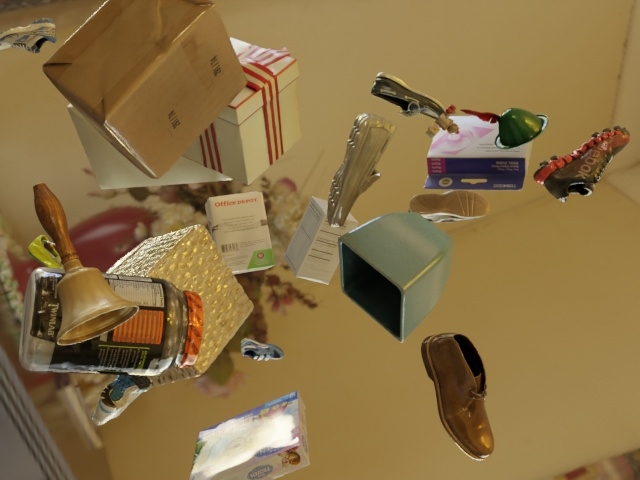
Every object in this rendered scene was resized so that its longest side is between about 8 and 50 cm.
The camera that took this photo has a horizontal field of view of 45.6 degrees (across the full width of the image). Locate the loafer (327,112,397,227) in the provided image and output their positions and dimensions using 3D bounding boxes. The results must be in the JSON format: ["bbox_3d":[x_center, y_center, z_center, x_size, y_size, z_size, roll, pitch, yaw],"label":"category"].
[{"bbox_3d":[0.102,-0.170,1.961,0.112,0.111,0.319,-103,-149,-58],"label":"loafer"}]

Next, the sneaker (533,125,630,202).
[{"bbox_3d":[0.707,-0.194,2.001,0.135,0.276,0.097,60,-2,20],"label":"sneaker"}]

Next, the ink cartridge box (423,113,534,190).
[{"bbox_3d":[0.525,-0.297,2.509,0.330,0.324,0.071,-67,149,-42],"label":"ink cartridge box"}]

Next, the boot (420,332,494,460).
[{"bbox_3d":[0.333,0.354,1.729,0.115,0.112,0.305,-26,-95,51],"label":"boot"}]

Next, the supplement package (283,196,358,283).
[{"bbox_3d":[0.000,0.000,2.543,0.244,0.134,0.139,-64,-149,20],"label":"supplement package"}]

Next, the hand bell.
[{"bbox_3d":[-0.380,0.021,1.142,0.242,0.126,0.126,63,-16,11],"label":"hand bell"}]

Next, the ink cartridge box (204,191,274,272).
[{"bbox_3d":[-0.291,-0.023,2.720,0.115,0.198,0.273,152,-71,-73],"label":"ink cartridge box"}]

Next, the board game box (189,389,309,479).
[{"bbox_3d":[-0.190,0.558,2.059,0.318,0.318,0.066,-106,171,-75],"label":"board game box"}]

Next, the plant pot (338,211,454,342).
[{"bbox_3d":[0.225,0.068,2.065,0.247,0.252,0.248,40,-27,31],"label":"plant pot"}]

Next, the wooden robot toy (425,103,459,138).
[{"bbox_3d":[0.388,-0.349,2.283,0.079,0.173,0.076,43,-45,0],"label":"wooden robot toy"}]

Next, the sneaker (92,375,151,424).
[{"bbox_3d":[-0.435,0.335,1.635,0.071,0.083,0.190,38,18,5],"label":"sneaker"}]

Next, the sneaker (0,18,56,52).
[{"bbox_3d":[-0.620,-0.421,1.603,0.052,0.135,0.058,-82,153,-84],"label":"sneaker"}]

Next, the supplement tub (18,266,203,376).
[{"bbox_3d":[-0.424,0.170,1.549,0.207,0.338,0.207,-31,-125,59],"label":"supplement tub"}]

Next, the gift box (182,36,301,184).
[{"bbox_3d":[-0.197,-0.334,1.783,0.255,0.276,0.258,21,-39,22],"label":"gift box"}]

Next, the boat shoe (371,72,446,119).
[{"bbox_3d":[0.273,-0.427,2.349,0.095,0.254,0.079,-10,-124,67],"label":"boat shoe"}]

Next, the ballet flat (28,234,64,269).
[{"bbox_3d":[-0.748,0.065,2.184,0.231,0.077,0.077,37,4,19],"label":"ballet flat"}]

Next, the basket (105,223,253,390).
[{"bbox_3d":[-0.408,0.179,2.088,0.266,0.331,0.328,-16,-67,35],"label":"basket"}]

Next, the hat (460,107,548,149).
[{"bbox_3d":[0.562,-0.389,2.275,0.173,0.208,0.183,-13,-59,39],"label":"hat"}]

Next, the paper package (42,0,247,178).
[{"bbox_3d":[-0.316,-0.317,1.463,0.168,0.309,0.325,40,-6,14],"label":"paper package"}]

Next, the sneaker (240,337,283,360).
[{"bbox_3d":[-0.190,0.361,2.439,0.059,0.144,0.053,-85,-170,-53],"label":"sneaker"}]

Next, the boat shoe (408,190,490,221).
[{"bbox_3d":[0.443,-0.113,2.647,0.092,0.285,0.103,106,-20,-72],"label":"boat shoe"}]

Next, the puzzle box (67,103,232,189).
[{"bbox_3d":[-0.456,-0.276,2.090,0.052,0.409,0.272,-77,160,-52],"label":"puzzle box"}]
